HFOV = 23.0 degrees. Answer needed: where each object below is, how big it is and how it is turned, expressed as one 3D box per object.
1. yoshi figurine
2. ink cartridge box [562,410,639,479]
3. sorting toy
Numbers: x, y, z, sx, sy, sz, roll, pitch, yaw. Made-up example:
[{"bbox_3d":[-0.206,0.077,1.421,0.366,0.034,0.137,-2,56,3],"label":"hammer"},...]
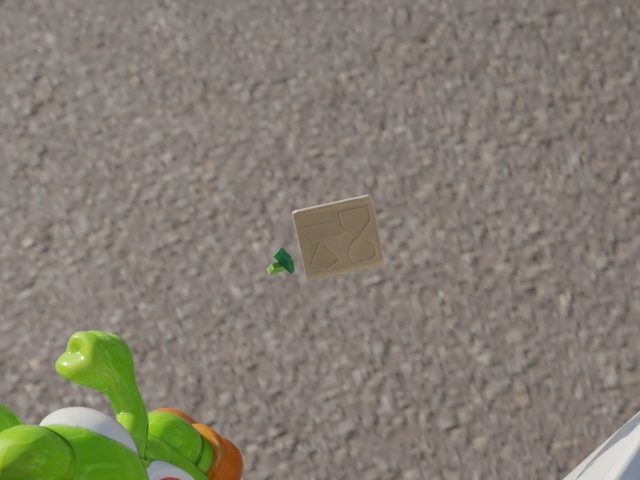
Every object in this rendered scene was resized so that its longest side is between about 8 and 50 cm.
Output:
[{"bbox_3d":[-0.202,0.184,1.215,0.203,0.362,0.204,-28,72,7],"label":"yoshi figurine"},{"bbox_3d":[0.144,0.280,1.020,0.130,0.272,0.309,43,40,6],"label":"ink cartridge box"},{"bbox_3d":[0.000,0.000,1.105,0.083,0.062,0.012,-12,32,1],"label":"sorting toy"}]
